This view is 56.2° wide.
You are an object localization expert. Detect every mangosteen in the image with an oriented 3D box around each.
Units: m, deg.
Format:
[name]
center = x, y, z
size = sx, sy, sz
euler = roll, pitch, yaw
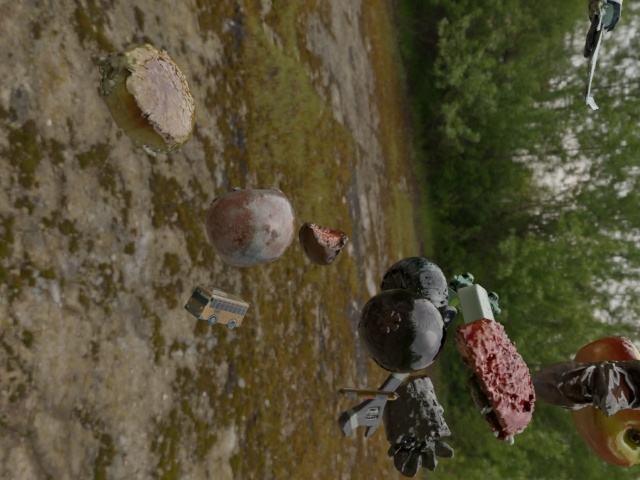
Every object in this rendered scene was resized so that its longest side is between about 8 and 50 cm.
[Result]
[mangosteen]
center = 0.132, 0.144, 0.934
size = 0.151, 0.137, 0.137
euler = 31, 57, -54

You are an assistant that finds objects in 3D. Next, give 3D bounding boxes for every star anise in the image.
[star anise]
center = 0.577, 0.297, 1.217
size = 0.315, 0.315, 0.108
euler = 21, 64, -73

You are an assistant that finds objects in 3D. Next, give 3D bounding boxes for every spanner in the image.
[spanner]
center = 0.149, 0.246, 1.108
size = 0.087, 0.316, 0.024
euler = 33, 9, -32

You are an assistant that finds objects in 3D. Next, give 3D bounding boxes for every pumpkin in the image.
[pumpkin]
center = 0.284, 0.166, 1.820
size = 0.163, 0.233, 0.233
euler = 7, 78, -32

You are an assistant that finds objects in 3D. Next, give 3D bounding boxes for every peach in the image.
[peach]
center = 0.859, 0.452, 1.776
size = 0.306, 0.242, 0.380
euler = 70, 24, -9

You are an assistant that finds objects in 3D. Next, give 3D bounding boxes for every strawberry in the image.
[strawberry]
center = 0.308, 0.226, 1.032
size = 0.286, 0.106, 0.188
euler = 65, 2, -49

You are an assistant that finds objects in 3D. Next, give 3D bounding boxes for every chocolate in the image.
[chocolate]
center = 0.000, 0.000, 1.732
size = 0.127, 0.133, 0.124
euler = -52, 174, -8

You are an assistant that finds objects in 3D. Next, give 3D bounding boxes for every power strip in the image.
[power strip]
center = 0.412, 0.295, 1.452
size = 0.091, 0.062, 0.385
euler = 28, 46, -52

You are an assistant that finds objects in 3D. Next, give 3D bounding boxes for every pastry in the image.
[pastry]
center = -0.467, -0.403, 1.678
size = 0.330, 0.136, 0.329
euler = 39, 44, -53

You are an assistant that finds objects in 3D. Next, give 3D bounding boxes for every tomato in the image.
[tomato]
center = -0.241, -0.053, 2.082
size = 0.317, 0.317, 0.282
euler = 16, 62, -74

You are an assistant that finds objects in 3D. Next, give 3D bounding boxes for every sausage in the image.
[sausage]
center = 0.076, 0.247, 0.963
size = 0.015, 0.100, 0.015
euler = 2, 90, -80

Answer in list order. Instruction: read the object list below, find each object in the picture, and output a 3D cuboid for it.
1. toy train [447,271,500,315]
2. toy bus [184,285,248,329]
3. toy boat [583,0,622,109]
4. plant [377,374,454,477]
[toy train]
center = 0.502, 0.201, 2.016
size = 0.132, 0.200, 0.083
euler = -50, -179, 36
[toy bus]
center = -0.319, 0.204, 1.858
size = 0.182, 0.091, 0.103
euler = 25, 92, -51
[toy boat]
center = 0.623, -0.453, 1.337
size = 0.210, 0.070, 0.291
euler = 46, 57, -56
[plant]
center = 0.272, 0.539, 1.751
size = 0.188, 0.199, 0.276
euler = 25, 51, -82
